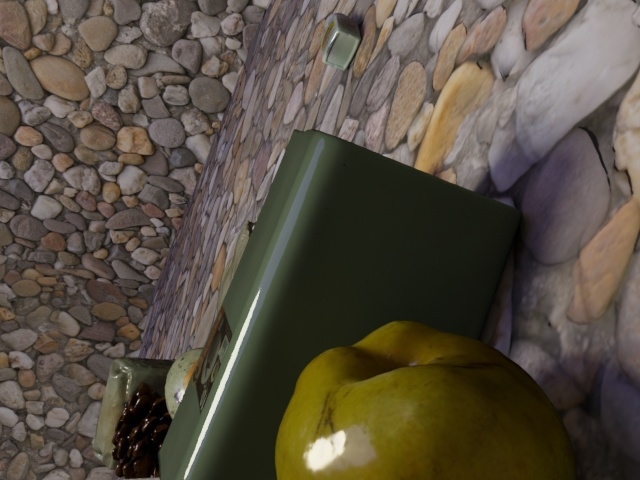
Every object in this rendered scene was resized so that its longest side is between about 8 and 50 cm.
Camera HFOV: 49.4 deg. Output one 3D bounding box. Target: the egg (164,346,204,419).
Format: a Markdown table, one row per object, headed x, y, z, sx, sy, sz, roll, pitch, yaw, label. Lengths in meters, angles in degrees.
| x | y | z | sx | sy | sz | roll | pitch | yaw | label |
| --- | --- | --- | --- | --- | --- | --- | --- | --- | --- |
| -0.235 | 0.297 | 1.368 | 0.182 | 0.141 | 0.141 | -89 | 23 | -46 | egg |

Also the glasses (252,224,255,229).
| x | y | z | sx | sy | sz | roll | pitch | yaw | label |
| --- | --- | --- | --- | --- | --- | --- | --- | --- | --- |
| 0.006 | -0.004 | 0.780 | 0.095 | 0.255 | 0.162 | 23 | 118 | 33 | glasses |

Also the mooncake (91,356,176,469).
| x | y | z | sx | sy | sz | roll | pitch | yaw | label |
| --- | --- | --- | --- | --- | --- | --- | --- | --- | --- |
| -0.429 | 0.413 | 1.703 | 0.136 | 0.254 | 0.250 | 16 | 93 | 41 | mooncake |

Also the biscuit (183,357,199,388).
| x | y | z | sx | sy | sz | roll | pitch | yaw | label |
| --- | --- | --- | --- | --- | --- | --- | --- | --- | --- |
| -0.137 | 0.267 | 1.158 | 0.204 | 0.040 | 0.309 | -52 | 34 | 12 | biscuit |

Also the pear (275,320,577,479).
| x | y | z | sx | sy | sz | roll | pitch | yaw | label |
| --- | --- | --- | --- | --- | --- | --- | --- | --- | --- |
| 0.068 | 0.154 | 0.453 | 0.200 | 0.200 | 0.200 | -163 | 90 | -73 | pear |

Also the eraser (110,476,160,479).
| x | y | z | sx | sy | sz | roll | pitch | yaw | label |
| --- | --- | --- | --- | --- | --- | --- | --- | --- | --- |
| -0.203 | 0.465 | 0.988 | 0.150 | 0.331 | 0.331 | -92 | 25 | -44 | eraser |

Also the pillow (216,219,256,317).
| x | y | z | sx | sy | sz | roll | pitch | yaw | label |
| --- | --- | --- | --- | --- | --- | --- | --- | --- | --- |
| -0.195 | 0.072 | 1.622 | 0.230 | 0.050 | 0.148 | 122 | 162 | -49 | pillow |

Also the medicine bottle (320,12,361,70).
| x | y | z | sx | sy | sz | roll | pitch | yaw | label |
| --- | --- | --- | --- | --- | --- | --- | --- | --- | --- |
| 0.036 | -0.382 | 1.313 | 0.118 | 0.055 | 0.074 | -93 | 24 | -49 | medicine bottle |

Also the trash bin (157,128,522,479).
| x | y | z | sx | sy | sz | roll | pitch | yaw | label |
| --- | --- | --- | --- | --- | --- | --- | --- | --- | --- |
| 0.013 | 0.093 | 0.636 | 0.158 | 0.223 | 0.344 | -149 | 78 | -73 | trash bin |

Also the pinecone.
| x | y | z | sx | sy | sz | roll | pitch | yaw | label |
| --- | --- | --- | --- | --- | --- | --- | --- | --- | --- |
| -0.355 | 0.438 | 1.529 | 0.201 | 0.202 | 0.229 | -4 | 65 | 43 | pinecone |
